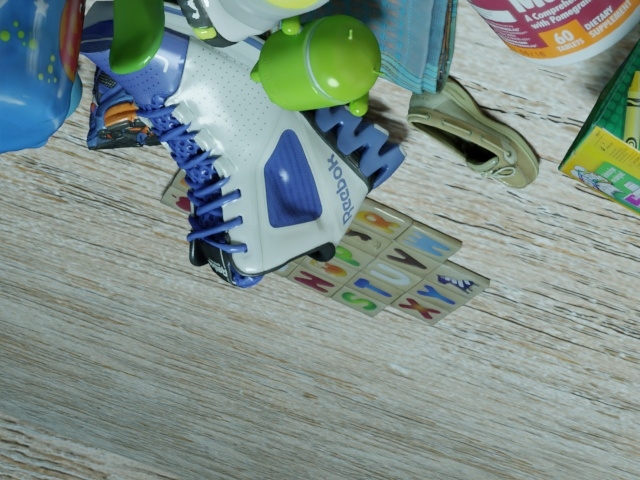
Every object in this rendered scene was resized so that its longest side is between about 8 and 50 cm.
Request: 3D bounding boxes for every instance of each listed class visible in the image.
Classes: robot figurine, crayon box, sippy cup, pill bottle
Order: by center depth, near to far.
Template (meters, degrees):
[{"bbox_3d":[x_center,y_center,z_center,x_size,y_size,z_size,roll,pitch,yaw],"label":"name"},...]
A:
[{"bbox_3d":[0.109,-0.214,0.956,0.121,0.121,0.221,-1,150,42],"label":"pill bottle"},{"bbox_3d":[-0.250,-0.177,1.036,0.306,0.224,0.240,1,168,-10],"label":"sippy cup"},{"bbox_3d":[0.264,-0.055,1.087,0.165,0.081,0.278,30,179,5],"label":"crayon box"},{"bbox_3d":[-0.001,-0.135,1.200,0.115,0.067,0.101,-5,133,50],"label":"robot figurine"}]

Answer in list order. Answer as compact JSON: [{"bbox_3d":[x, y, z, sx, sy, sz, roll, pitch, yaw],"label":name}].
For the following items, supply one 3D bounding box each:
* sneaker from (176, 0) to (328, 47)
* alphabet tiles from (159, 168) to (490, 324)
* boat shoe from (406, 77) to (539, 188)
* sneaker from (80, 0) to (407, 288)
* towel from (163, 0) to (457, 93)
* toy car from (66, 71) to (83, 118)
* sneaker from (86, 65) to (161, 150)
[{"bbox_3d":[-0.072,-0.296,0.948,0.147,0.145,0.384,-20,137,6],"label":"sneaker"},{"bbox_3d":[0.000,0.000,1.690,0.343,0.011,0.285,25,158,-9],"label":"alphabet tiles"},{"bbox_3d":[0.128,-0.082,1.338,0.056,0.048,0.153,-2,148,44],"label":"boat shoe"},{"bbox_3d":[-0.075,-0.064,1.334,0.316,0.182,0.127,30,168,-34],"label":"sneaker"},{"bbox_3d":[-0.072,-0.232,1.185,0.370,0.040,0.271,17,157,9],"label":"towel"},{"bbox_3d":[-0.349,-0.128,1.402,0.210,0.238,0.219,17,157,11],"label":"toy car"},{"bbox_3d":[-0.176,-0.133,1.465,0.083,0.087,0.221,-3,177,-14],"label":"sneaker"}]
